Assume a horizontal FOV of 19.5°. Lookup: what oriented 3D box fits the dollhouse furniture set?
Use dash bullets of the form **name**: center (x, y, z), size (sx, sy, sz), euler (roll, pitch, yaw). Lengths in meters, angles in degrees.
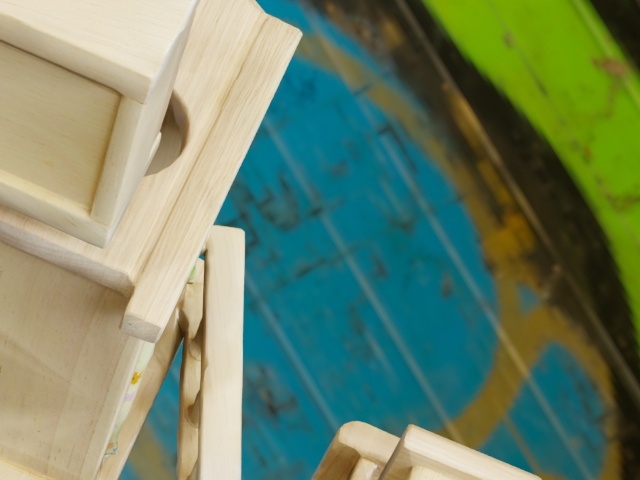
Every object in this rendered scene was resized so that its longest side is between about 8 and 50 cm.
- **dollhouse furniture set**: center (0.000, 0.000, 0.423), size (0.182, 0.161, 0.101), euler (115, -2, -53)
